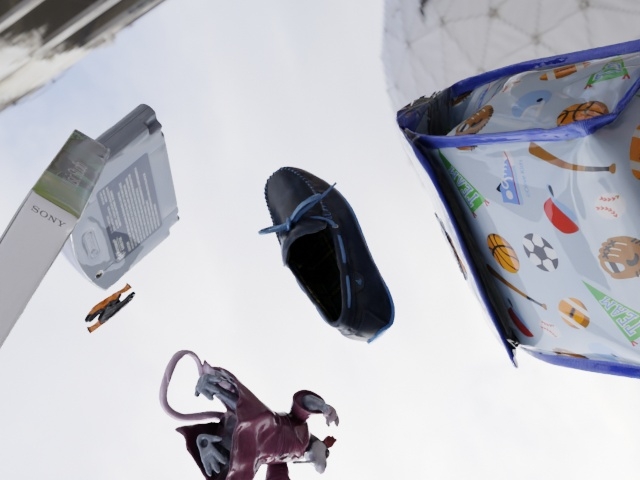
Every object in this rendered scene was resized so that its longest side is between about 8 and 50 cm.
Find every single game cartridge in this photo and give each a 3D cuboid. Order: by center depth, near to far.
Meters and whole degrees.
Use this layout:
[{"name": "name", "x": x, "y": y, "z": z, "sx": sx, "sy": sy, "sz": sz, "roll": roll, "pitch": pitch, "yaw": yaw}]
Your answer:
[{"name": "game cartridge", "x": -0.303, "y": -0.050, "z": 1.567, "sx": 0.198, "sy": 0.297, "sz": 0.062, "roll": -39, "pitch": -113, "yaw": -22}]

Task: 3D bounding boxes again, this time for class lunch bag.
[{"name": "lunch bag", "x": 0.267, "y": -0.028, "z": 1.206, "sx": 0.239, "sy": 0.385, "sz": 0.328, "roll": -36, "pitch": -69, "yaw": -25}]

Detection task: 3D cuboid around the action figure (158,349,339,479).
[{"name": "action figure", "x": -0.112, "y": 0.376, "z": 1.990, "sx": 0.370, "sy": 0.275, "sz": 0.248, "roll": 24, "pitch": -91, "yaw": -53}]

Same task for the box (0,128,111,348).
[{"name": "box", "x": -0.310, "y": 0.018, "z": 1.106, "sx": 0.058, "sy": 0.232, "sz": 0.322, "roll": 31, "pitch": -170, "yaw": -15}]

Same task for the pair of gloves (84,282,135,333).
[{"name": "pair of gloves", "x": -0.265, "y": 0.083, "z": 1.339, "sx": 0.010, "sy": 0.074, "sz": 0.083, "roll": 54, "pitch": 172, "yaw": -18}]

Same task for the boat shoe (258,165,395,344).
[{"name": "boat shoe", "x": 0.000, "y": 0.000, "z": 1.211, "sx": 0.089, "sy": 0.109, "sz": 0.258, "roll": 16, "pitch": -152, "yaw": -47}]
